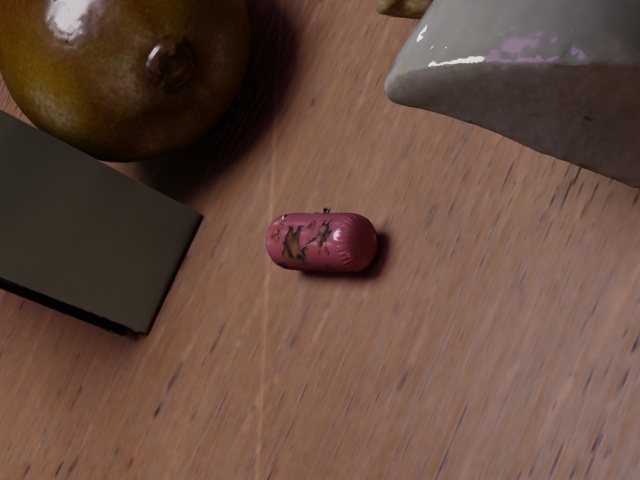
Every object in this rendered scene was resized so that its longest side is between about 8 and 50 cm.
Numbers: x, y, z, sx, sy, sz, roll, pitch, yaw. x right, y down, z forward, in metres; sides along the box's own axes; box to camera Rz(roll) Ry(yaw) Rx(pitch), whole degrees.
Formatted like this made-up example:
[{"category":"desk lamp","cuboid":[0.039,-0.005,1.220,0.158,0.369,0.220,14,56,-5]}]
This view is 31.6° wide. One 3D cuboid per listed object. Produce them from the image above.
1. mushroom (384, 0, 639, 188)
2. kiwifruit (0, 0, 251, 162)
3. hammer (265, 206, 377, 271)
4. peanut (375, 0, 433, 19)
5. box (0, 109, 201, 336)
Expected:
[{"category":"mushroom","cuboid":[0.176,-0.231,0.591,0.126,0.177,0.397,96,-168,-72]},{"category":"kiwifruit","cuboid":[-0.153,-0.160,0.879,0.234,0.196,0.196,30,91,53]},{"category":"hammer","cuboid":[0.000,0.000,0.736,0.083,0.043,0.043,2,69,48]},{"category":"peanut","cuboid":[0.105,-0.204,0.715,0.187,0.082,0.082,-40,44,25]},{"category":"box","cuboid":[-0.257,-0.030,0.884,0.225,0.225,0.117,17,81,51]}]
